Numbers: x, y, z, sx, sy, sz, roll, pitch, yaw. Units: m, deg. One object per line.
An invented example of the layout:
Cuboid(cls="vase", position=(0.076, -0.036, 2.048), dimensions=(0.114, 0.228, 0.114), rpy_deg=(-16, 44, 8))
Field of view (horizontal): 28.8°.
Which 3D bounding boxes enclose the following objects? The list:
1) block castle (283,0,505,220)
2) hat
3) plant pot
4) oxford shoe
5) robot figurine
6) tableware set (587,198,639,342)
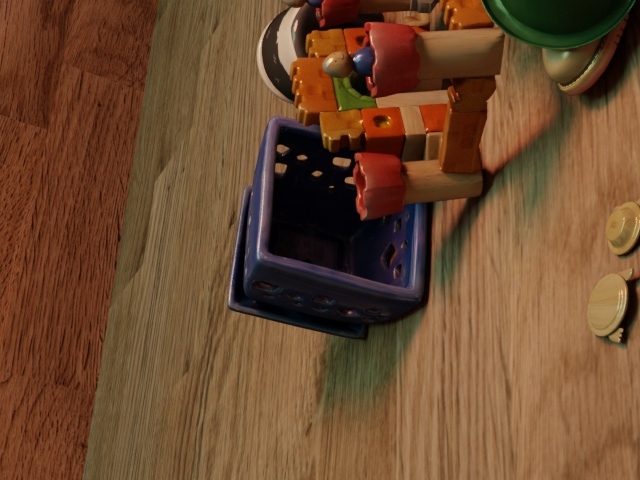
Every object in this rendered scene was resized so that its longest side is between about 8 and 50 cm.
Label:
Cuboid(cls="block castle", position=(0.072, -0.275, 1.591), dimensions=(0.303, 0.212, 0.453), rpy_deg=(92, 170, -50))
Cuboid(cls="hat", position=(0.213, -0.305, 1.266), dimensions=(0.173, 0.208, 0.183), rpy_deg=(-64, -22, 6))
Cuboid(cls="plant pot", position=(0.000, 0.000, 1.713), dimensions=(0.212, 0.235, 0.236), rpy_deg=(127, 153, -56))
Cuboid(cls="oxford shoe", position=(0.268, -0.354, 1.422), dimensions=(0.140, 0.146, 0.397), rpy_deg=(143, 136, -58))
Cuboid(cls="robot figurine", position=(0.005, -0.312, 2.032), dimensions=(0.209, 0.173, 0.278), rpy_deg=(-46, 14, -19))
Cuboid(cls="tableware set", position=(0.310, 0.016, 1.207), dimensions=(0.141, 0.020, 0.169), rpy_deg=(156, 127, -66))
